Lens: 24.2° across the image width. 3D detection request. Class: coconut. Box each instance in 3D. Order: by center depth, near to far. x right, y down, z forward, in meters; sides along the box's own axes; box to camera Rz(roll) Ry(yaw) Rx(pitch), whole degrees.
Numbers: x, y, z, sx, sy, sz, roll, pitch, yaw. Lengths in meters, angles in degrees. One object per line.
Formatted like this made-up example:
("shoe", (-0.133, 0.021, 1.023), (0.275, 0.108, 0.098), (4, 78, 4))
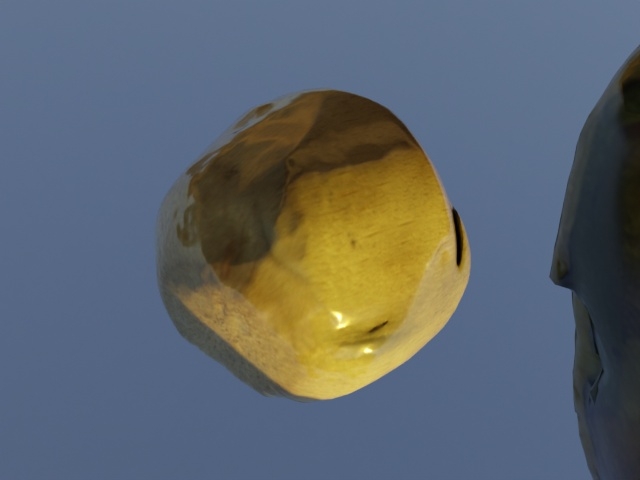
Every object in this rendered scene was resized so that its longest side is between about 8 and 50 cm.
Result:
("coconut", (0.000, 0.000, 1.036), (0.224, 0.224, 0.224), (12, -132, -14))

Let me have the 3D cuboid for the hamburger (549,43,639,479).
("hamburger", (0.189, 0.026, 0.347), (0.285, 0.265, 0.134), (-17, -135, 7))
